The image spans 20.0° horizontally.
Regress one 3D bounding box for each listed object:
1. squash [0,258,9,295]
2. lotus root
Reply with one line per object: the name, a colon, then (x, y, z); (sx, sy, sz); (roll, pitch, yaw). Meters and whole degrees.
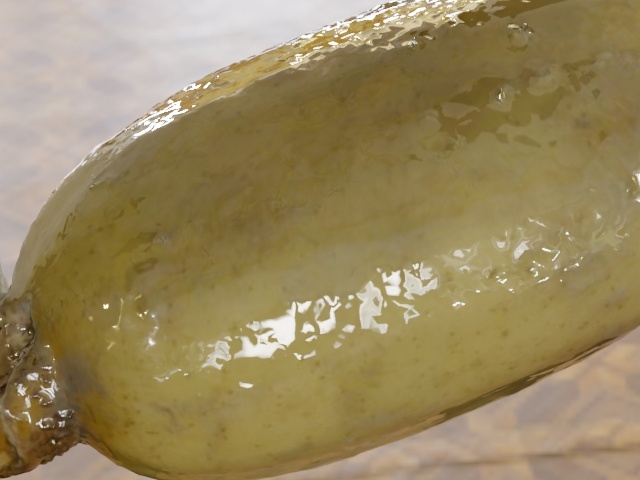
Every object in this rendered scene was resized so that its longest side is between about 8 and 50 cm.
squash: (-0.316, 0.031, 1.496); (0.107, 0.107, 0.395); (-14, 30, -13)
lotus root: (0.000, 0.000, 0.696); (0.343, 0.151, 0.169); (-21, 40, -6)
